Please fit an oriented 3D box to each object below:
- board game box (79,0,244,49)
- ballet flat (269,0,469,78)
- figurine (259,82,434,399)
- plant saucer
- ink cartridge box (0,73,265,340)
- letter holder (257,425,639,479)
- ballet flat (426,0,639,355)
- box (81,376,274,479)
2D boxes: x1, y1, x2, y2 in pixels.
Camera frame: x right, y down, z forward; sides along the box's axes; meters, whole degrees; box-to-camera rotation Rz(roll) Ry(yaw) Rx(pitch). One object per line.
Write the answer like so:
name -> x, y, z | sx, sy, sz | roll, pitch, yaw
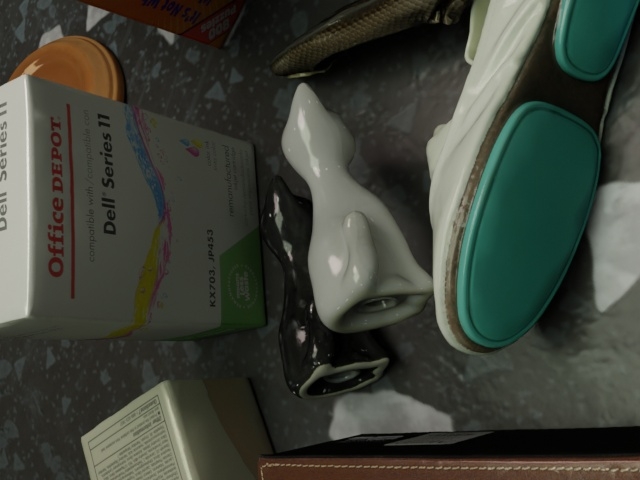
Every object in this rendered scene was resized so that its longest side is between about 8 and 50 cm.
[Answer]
board game box -> -0.232, -0.453, 0.764 | 0.356, 0.356, 0.357 | 37, 106, 20
ballet flat -> 0.042, -0.190, 0.732 | 0.249, 0.084, 0.058 | -16, 114, 47
figurine -> 0.000, 0.000, 0.698 | 0.215, 0.092, 0.210 | 111, 144, -55
plant saucer -> -0.340, -0.172, 1.026 | 0.199, 0.037, 0.200 | -7, 75, 24
ink cartridge box -> -0.211, -0.016, 0.735 | 0.119, 0.353, 0.207 | -13, 77, 35
letter holder -> 0.123, 0.253, 0.580 | 0.301, 0.152, 0.215 | -12, 79, 36
ballet flat -> 0.156, -0.112, 0.631 | 0.139, 0.139, 0.401 | 17, 91, 37
box -> -0.104, 0.300, 0.760 | 0.148, 0.121, 0.311 | -34, 65, 29
